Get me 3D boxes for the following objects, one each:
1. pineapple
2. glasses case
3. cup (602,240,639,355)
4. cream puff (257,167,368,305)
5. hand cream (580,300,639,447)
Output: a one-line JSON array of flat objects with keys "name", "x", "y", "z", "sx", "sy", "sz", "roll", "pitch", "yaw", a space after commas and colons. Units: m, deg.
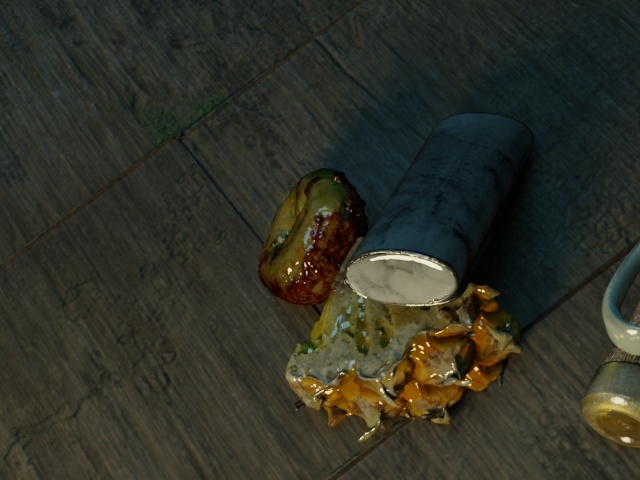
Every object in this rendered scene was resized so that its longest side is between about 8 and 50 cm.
[{"name": "pineapple", "x": 0.071, "y": 0.086, "z": 1.749, "sx": 0.236, "sy": 0.114, "sz": 0.186, "roll": -16, "pitch": 51, "yaw": 16}, {"name": "glasses case", "x": 0.117, "y": -0.035, "z": 1.749, "sx": 0.114, "sy": 0.060, "sz": 0.299, "roll": 4, "pitch": 30, "yaw": 20}, {"name": "cup", "x": 0.369, "y": 0.017, "z": 1.606, "sx": 0.258, "sy": 0.186, "sz": 0.234, "roll": -12, "pitch": 47, "yaw": 5}, {"name": "cream puff", "x": 0.000, "y": 0.000, "z": 1.841, "sx": 0.149, "sy": 0.084, "sz": 0.149, "roll": -50, "pitch": 25, "yaw": 35}, {"name": "hand cream", "x": 0.305, "y": 0.087, "z": 1.665, "sx": 0.084, "sy": 0.084, "sz": 0.203, "roll": 8, "pitch": 57, "yaw": 29}]
